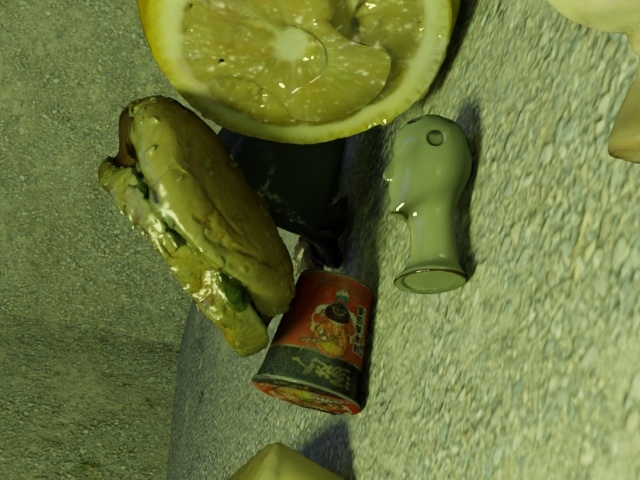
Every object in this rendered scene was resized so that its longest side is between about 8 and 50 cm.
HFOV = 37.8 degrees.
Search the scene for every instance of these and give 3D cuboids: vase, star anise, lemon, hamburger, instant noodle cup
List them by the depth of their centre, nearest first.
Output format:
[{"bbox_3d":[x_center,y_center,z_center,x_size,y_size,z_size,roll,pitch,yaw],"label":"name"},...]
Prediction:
[{"bbox_3d":[-0.020,-0.310,0.984,0.364,0.364,0.365,-168,90,-78],"label":"lemon"},{"bbox_3d":[-0.124,-0.023,0.997,0.134,0.285,0.265,-40,11,-10],"label":"hamburger"},{"bbox_3d":[0.001,0.110,1.028,0.127,0.127,0.136,133,156,-67],"label":"instant noodle cup"},{"bbox_3d":[-0.017,-0.180,1.200,0.321,0.173,0.173,-64,11,-5],"label":"vase"},{"bbox_3d":[-0.006,0.007,1.263,0.129,0.056,0.124,-33,41,52],"label":"star anise"}]

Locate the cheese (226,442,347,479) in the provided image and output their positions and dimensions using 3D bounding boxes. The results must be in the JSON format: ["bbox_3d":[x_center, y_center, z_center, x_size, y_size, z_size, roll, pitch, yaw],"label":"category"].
[{"bbox_3d":[-0.123,0.416,1.036,0.384,0.104,0.384,-57,2,3],"label":"cheese"}]

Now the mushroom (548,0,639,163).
[{"bbox_3d":[0.170,-0.157,0.374,0.173,0.162,0.236,155,124,-77],"label":"mushroom"}]

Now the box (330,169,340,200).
[{"bbox_3d":[-0.020,-0.103,1.372,0.111,0.111,0.177,116,166,-49],"label":"box"}]

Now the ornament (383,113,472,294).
[{"bbox_3d":[0.093,-0.036,0.813,0.075,0.081,0.156,121,154,-68],"label":"ornament"}]
